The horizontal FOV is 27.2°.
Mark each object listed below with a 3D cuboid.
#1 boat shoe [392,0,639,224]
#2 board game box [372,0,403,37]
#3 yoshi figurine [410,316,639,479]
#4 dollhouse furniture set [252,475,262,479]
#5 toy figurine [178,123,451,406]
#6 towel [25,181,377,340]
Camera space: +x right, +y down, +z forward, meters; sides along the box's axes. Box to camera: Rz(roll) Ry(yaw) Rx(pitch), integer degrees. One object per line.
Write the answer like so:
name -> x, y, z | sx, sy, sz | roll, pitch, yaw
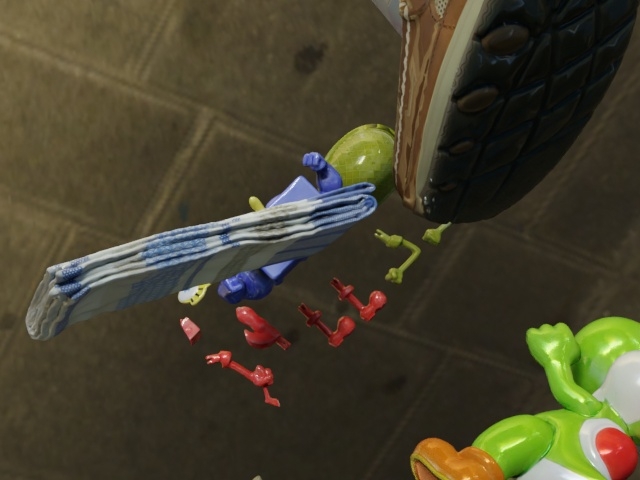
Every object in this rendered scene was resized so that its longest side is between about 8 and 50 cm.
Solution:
boat shoe -> 0.102, -0.170, 0.710 | 0.123, 0.120, 0.324 | -3, 120, -37
board game box -> 0.094, -0.325, 1.290 | 0.066, 0.318, 0.318 | -37, 86, -16
yoshi figurine -> 0.265, 0.197, 1.406 | 0.362, 0.203, 0.203 | -30, 155, -20
dollhouse furniture set -> -0.114, 0.334, 0.929 | 0.262, 0.135, 0.259 | -23, 109, -1
toy figurine -> 0.000, 0.000, 1.498 | 0.362, 0.191, 0.217 | -42, 170, -11
towel -> -0.106, 0.022, 1.124 | 0.285, 0.209, 0.034 | -16, 81, -22
